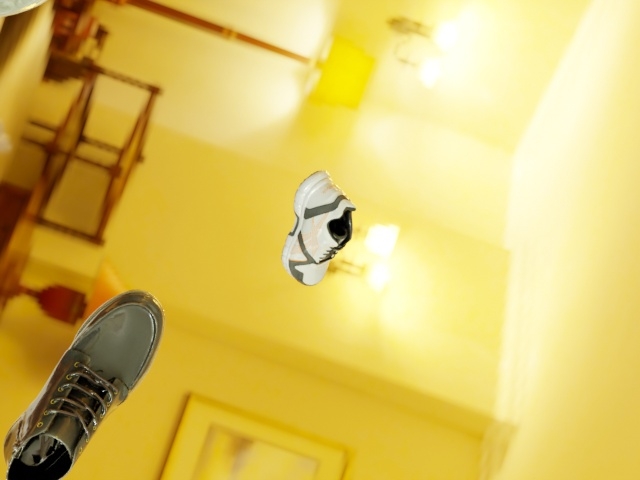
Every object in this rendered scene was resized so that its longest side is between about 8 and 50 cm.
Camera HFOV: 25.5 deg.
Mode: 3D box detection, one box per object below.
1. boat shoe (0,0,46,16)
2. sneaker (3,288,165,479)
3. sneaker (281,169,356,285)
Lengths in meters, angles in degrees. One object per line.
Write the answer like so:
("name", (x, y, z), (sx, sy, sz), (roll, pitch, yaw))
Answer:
("boat shoe", (-0.380, -0.299, 1.427), (0.500, 0.187, 0.156), (-21, -146, 40))
("sneaker", (-0.222, 0.151, 1.368), (0.222, 0.083, 0.118), (-54, -167, -1))
("sneaker", (0.000, 0.000, 1.051), (0.040, 0.044, 0.109), (-32, 149, -30))
